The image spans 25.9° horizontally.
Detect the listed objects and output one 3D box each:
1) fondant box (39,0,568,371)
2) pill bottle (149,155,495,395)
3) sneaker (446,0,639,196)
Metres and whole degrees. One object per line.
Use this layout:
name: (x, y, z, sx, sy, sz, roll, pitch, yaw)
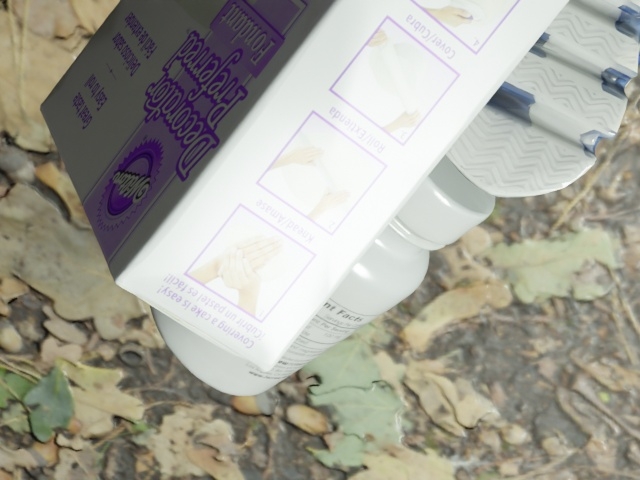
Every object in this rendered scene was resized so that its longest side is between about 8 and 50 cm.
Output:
fondant box: (0.007, -0.132, 0.694, 0.096, 0.238, 0.330, 33, 100, -29)
pill bottle: (0.000, 0.000, 0.950, 0.229, 0.131, 0.131, -36, 106, 30)
sneaker: (0.160, -0.172, 0.813, 0.127, 0.182, 0.315, 31, 93, 1)
